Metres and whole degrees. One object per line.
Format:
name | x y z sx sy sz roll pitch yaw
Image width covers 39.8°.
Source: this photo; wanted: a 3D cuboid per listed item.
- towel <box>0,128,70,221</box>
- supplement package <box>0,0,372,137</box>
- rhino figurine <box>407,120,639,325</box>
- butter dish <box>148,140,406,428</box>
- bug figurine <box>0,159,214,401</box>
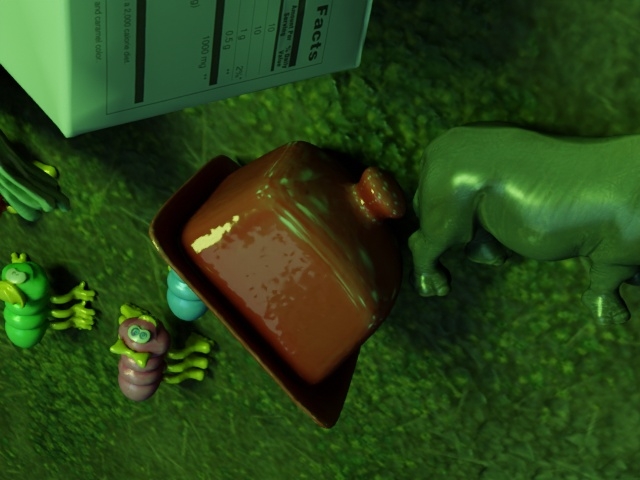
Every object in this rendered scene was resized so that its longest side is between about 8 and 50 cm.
towel | -0.271 -0.165 0.493 0.248 0.038 0.325 42 165 31
supplement package | -0.101 -0.204 0.371 0.262 0.145 0.204 43 139 35
rhino figurine | 0.163 -0.012 0.477 0.243 0.073 0.106 6 127 23
butter dish | 0.000 0.000 0.535 0.118 0.160 0.160 -38 100 23
bug figurine | -0.183 0.026 0.692 0.279 0.072 0.216 21 129 14
